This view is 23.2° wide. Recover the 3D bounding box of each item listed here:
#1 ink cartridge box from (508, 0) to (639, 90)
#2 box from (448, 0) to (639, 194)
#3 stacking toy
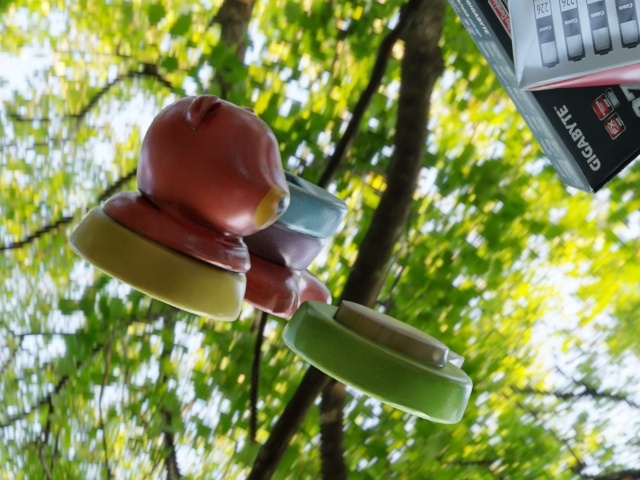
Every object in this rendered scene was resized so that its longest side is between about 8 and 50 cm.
[{"bbox_3d":[0.251,-0.176,0.914,0.130,0.309,0.271,-6,-91,-31],"label":"ink cartridge box"},{"bbox_3d":[0.229,-0.179,1.322,0.175,0.051,0.220,-40,-67,-11],"label":"box"},{"bbox_3d":[0.000,0.000,1.094,0.280,0.309,0.130,26,-85,5],"label":"stacking toy"}]
